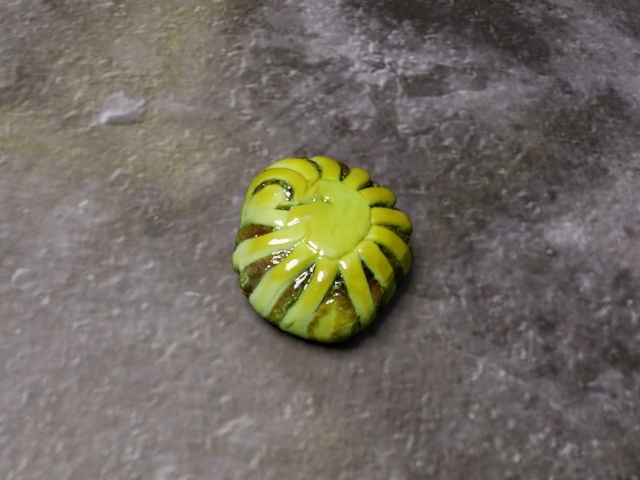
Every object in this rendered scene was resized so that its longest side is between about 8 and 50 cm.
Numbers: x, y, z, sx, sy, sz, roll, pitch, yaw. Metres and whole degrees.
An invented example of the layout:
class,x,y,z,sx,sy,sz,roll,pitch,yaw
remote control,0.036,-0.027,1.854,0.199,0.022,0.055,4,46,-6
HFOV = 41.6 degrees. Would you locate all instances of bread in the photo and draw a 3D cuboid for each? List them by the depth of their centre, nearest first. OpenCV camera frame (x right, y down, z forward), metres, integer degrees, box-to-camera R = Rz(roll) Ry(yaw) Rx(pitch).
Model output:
class,x,y,z,sx,sy,sz,roll,pitch,yaw
bread,0.000,0.000,0.587,0.130,0.071,0.139,27,54,4
